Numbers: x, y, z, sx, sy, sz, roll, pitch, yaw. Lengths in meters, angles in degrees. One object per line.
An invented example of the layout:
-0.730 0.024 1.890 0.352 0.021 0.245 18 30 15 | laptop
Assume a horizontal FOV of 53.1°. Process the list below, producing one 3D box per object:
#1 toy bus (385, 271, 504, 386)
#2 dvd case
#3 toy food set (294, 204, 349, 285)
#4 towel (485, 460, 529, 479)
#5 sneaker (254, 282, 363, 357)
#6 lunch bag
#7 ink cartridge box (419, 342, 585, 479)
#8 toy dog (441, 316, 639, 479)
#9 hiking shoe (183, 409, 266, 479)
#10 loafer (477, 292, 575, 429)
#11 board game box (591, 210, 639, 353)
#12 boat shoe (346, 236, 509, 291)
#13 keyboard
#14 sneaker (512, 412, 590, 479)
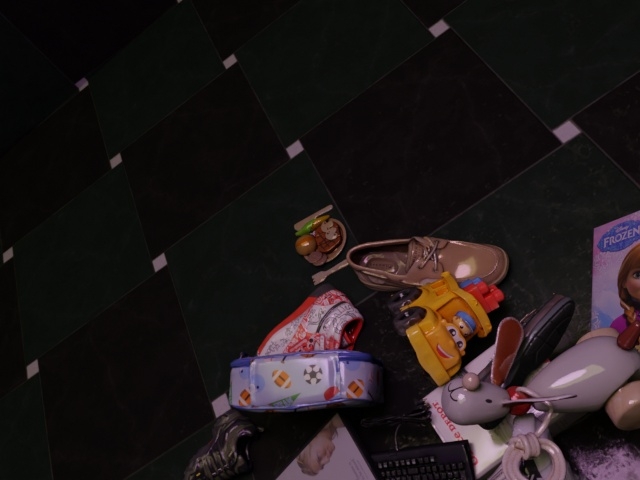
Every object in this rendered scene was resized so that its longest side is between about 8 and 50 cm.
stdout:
0.253 0.149 1.218 0.212 0.149 0.220 -29 12 7 | toy bus
0.006 0.481 1.254 0.253 0.022 0.180 -52 49 20 | dvd case
0.000 0.000 1.555 0.132 0.038 0.192 -31 53 13 | toy food set
0.306 0.538 0.943 0.324 0.056 0.312 47 129 28 | towel
-0.025 0.231 1.413 0.270 0.090 0.145 -47 49 -3 | sneaker
-0.028 0.283 1.283 0.304 0.243 0.114 -4 76 14 | lunch bag
0.329 0.301 1.160 0.237 0.100 0.172 -39 51 6 | ink cartridge box
0.363 0.199 0.962 0.334 0.160 0.220 -20 39 -24 | toy dog
-0.211 0.486 1.387 0.114 0.086 0.226 17 74 39 | hiking shoe
0.329 0.193 1.099 0.084 0.096 0.267 32 84 44 | loafer
0.581 0.082 1.040 0.319 0.066 0.317 -37 38 60 | board game box
0.219 0.051 1.354 0.341 0.110 0.121 -5 62 28 | boat shoe
0.139 0.407 1.181 0.317 0.033 0.201 -25 63 39 | keyboard
0.438 0.424 0.976 0.210 0.137 0.365 -21 78 14 | sneaker
